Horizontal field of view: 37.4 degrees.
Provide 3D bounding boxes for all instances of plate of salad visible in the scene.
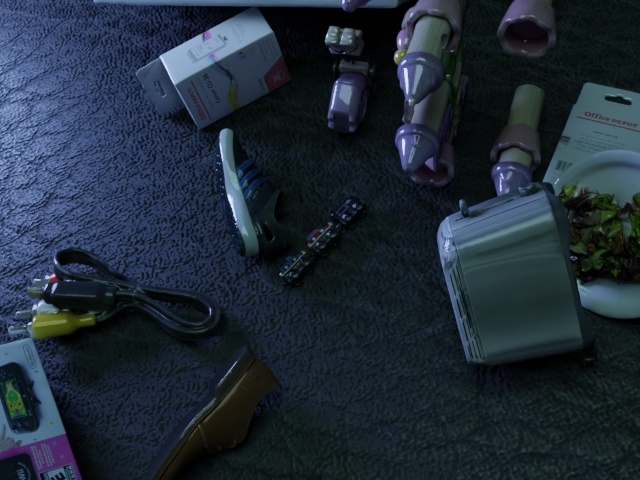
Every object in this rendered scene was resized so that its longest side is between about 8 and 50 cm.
[{"bbox_3d":[0.341,-0.005,1.100,0.200,0.048,0.199,9,103,40],"label":"plate of salad"}]

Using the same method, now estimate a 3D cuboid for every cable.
[{"bbox_3d":[-0.266,0.081,1.269,0.287,0.072,0.139,6,45,3],"label":"cable"}]

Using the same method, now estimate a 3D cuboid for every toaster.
[{"bbox_3d":[0.222,0.051,1.087,0.146,0.227,0.129,-14,17,9],"label":"toaster"}]

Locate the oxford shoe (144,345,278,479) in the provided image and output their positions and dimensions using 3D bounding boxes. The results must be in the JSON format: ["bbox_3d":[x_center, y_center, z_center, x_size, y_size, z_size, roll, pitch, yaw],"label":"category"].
[{"bbox_3d":[-0.131,0.231,1.131,0.076,0.076,0.212,42,86,-11],"label":"oxford shoe"}]

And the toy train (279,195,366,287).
[{"bbox_3d":[0.000,0.000,1.251,0.036,0.027,0.158,34,73,31],"label":"toy train"}]

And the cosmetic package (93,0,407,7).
[{"bbox_3d":[-0.084,-0.432,1.381,0.453,0.161,0.230,4,20,15],"label":"cosmetic package"}]

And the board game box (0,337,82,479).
[{"bbox_3d":[-0.455,0.262,1.100,0.303,0.097,0.224,-14,54,-25],"label":"board game box"}]

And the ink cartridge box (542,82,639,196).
[{"bbox_3d":[0.357,-0.106,1.208,0.104,0.060,0.180,18,67,22],"label":"ink cartridge box"}]

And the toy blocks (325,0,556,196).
[{"bbox_3d":[0.123,-0.173,1.168,0.309,0.288,0.260,10,58,15],"label":"toy blocks"}]

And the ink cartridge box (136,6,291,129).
[{"bbox_3d":[-0.153,-0.239,1.372,0.198,0.115,0.067,-29,59,-3],"label":"ink cartridge box"}]

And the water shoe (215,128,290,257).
[{"bbox_3d":[-0.094,-0.065,1.298,0.080,0.073,0.203,-6,61,-16],"label":"water shoe"}]
